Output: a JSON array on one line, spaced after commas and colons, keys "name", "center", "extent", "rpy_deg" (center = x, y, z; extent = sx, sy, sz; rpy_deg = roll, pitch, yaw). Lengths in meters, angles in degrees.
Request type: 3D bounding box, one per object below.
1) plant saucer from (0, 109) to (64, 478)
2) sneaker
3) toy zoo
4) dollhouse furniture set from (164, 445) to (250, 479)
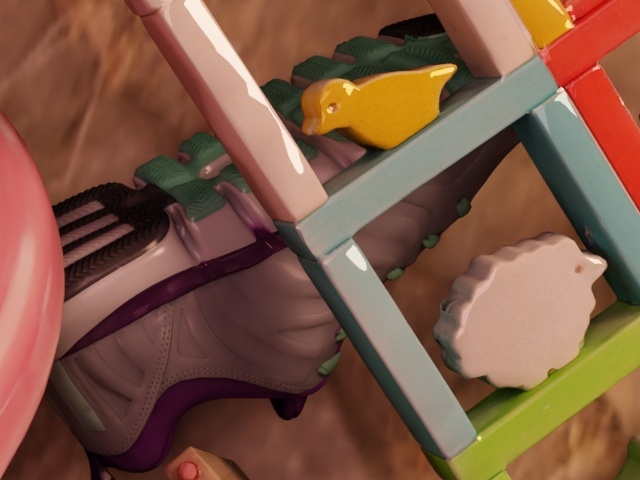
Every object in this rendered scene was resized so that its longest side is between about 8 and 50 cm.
[{"name": "plant saucer", "center": [-0.245, 0.018, 0.567], "extent": [0.332, 0.084, 0.332], "rpy_deg": [-7, 40, 6]}, {"name": "sneaker", "center": [0.000, 0.000, 0.668], "extent": [0.223, 0.083, 0.098], "rpy_deg": [-27, 118, -12]}, {"name": "toy zoo", "center": [0.070, -0.050, 0.613], "extent": [0.192, 0.030, 0.293], "rpy_deg": [-35, 102, -10]}, {"name": "dollhouse furniture set", "center": [-0.021, 0.175, 0.599], "extent": [0.129, 0.129, 0.184], "rpy_deg": [-42, 81, -3]}]
